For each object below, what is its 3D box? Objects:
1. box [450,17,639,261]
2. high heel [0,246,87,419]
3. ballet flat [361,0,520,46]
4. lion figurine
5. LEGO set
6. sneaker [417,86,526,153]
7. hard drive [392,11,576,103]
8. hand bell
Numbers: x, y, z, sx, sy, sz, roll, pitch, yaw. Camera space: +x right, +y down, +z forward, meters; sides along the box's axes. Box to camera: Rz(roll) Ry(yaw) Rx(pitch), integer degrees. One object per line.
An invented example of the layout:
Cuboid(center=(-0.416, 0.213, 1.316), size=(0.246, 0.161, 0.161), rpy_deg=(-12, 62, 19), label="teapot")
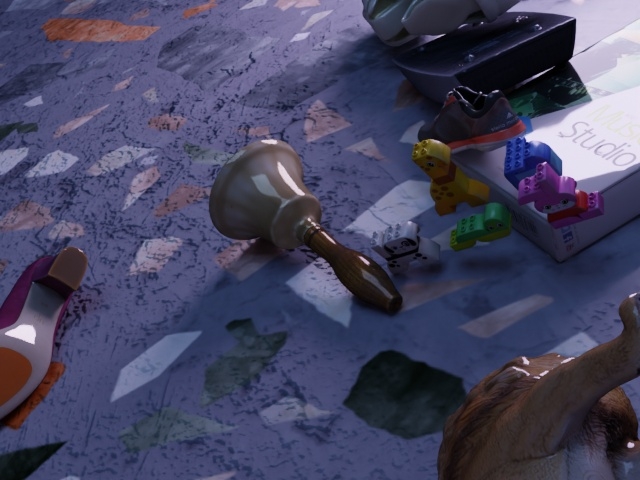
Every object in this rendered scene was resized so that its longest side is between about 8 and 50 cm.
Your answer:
Cuboid(center=(0.307, -0.124, 0.953), size=(0.322, 0.058, 0.232), rpy_deg=(-29, 35, -10), label="box")
Cuboid(center=(-0.347, 0.114, 1.013), size=(0.117, 0.082, 0.244), rpy_deg=(-29, 35, 47), label="high heel")
Cuboid(center=(0.134, -0.322, 1.201), size=(0.139, 0.139, 0.400), rpy_deg=(-36, 19, -18), label="ballet flat")
Cuboid(center=(0.129, 0.188, 0.482), size=(0.240, 0.142, 0.392), rpy_deg=(-51, 7, 38), label="lion figurine")
Cuboid(center=(0.136, -0.051, 0.848), size=(0.227, 0.093, 0.087), rpy_deg=(-19, 46, 37), label="LEGO set")
Cuboid(center=(0.148, -0.127, 0.924), size=(0.061, 0.064, 0.158), rpy_deg=(-30, 16, -24), label="sneaker")
Cuboid(center=(0.195, -0.225, 1.111), size=(0.172, 0.054, 0.254), rpy_deg=(-25, 18, -3), label="hard drive")
Cuboid(center=(0.000, 0.000, 0.943), size=(0.126, 0.126, 0.242), rpy_deg=(-36, 47, -18), label="hand bell")
